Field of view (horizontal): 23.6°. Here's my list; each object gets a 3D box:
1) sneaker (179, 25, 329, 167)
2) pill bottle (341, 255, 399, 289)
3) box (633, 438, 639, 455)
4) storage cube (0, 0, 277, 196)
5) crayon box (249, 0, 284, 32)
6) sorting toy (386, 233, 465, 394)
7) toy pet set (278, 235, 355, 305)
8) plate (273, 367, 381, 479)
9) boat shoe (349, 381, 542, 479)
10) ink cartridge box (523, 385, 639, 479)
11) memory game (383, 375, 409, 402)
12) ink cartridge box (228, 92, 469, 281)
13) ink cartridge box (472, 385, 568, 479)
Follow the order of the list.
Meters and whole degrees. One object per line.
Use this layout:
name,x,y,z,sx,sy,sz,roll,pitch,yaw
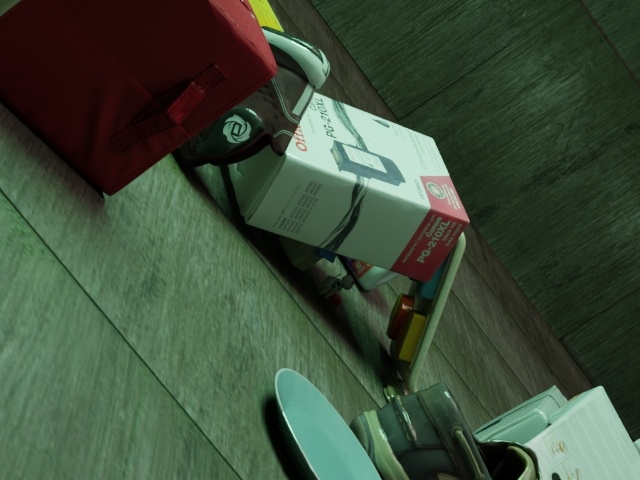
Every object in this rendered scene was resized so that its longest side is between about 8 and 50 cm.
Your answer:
sneaker,-0.145,-0.165,1.565,0.281,0.162,0.106,21,2,8
pill bottle,0.051,-0.041,2.020,0.193,0.108,0.108,57,11,11
box,0.394,0.335,2.031,0.067,0.063,0.324,58,-26,19
storage cube,-0.178,-0.193,1.260,0.193,0.184,0.215,46,14,-39
crayon box,-0.173,-0.318,1.774,0.165,0.081,0.278,6,45,-41
sorting toy,0.117,0.067,1.802,0.038,0.208,0.193,14,8,-6
toy pet set,0.000,0.000,1.783,0.122,0.065,0.114,60,11,24
plate,0.009,0.196,1.337,0.188,0.024,0.188,52,12,-15
boat shoe,0.170,0.270,1.530,0.355,0.130,0.132,47,13,-37
ink cartridge box,0.285,0.257,1.660,0.179,0.045,0.145,-25,86,-46
memory game,0.130,0.236,1.785,0.186,0.012,0.186,52,11,-14
ink cartridge box,0.025,-0.069,1.701,0.237,0.100,0.172,19,30,-25
ink cartridge box,0.273,0.311,1.832,0.223,0.129,0.307,62,11,6
